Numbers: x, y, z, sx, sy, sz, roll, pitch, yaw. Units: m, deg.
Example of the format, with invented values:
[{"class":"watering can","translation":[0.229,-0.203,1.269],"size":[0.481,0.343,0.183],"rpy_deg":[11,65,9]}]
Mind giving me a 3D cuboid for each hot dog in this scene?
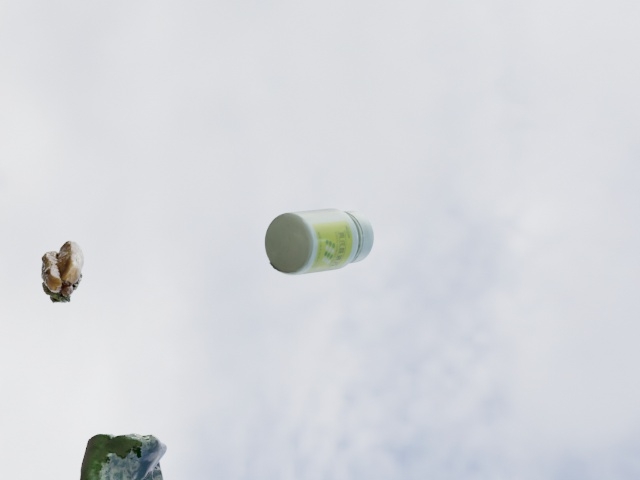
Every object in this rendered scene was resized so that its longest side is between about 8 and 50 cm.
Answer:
[{"class":"hot dog","translation":[-0.291,0.038,2.190],"size":[0.041,0.056,0.133],"rpy_deg":[62,1,-18]}]

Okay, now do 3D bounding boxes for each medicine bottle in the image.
[{"class":"medicine bottle","translation":[0.000,0.000,1.441],"size":[0.047,0.083,0.047],"rpy_deg":[4,-83,38]}]

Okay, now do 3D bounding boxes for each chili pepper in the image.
[{"class":"chili pepper","translation":[-0.118,0.235,1.268],"size":[0.099,0.083,0.253],"rpy_deg":[72,6,-47]}]
